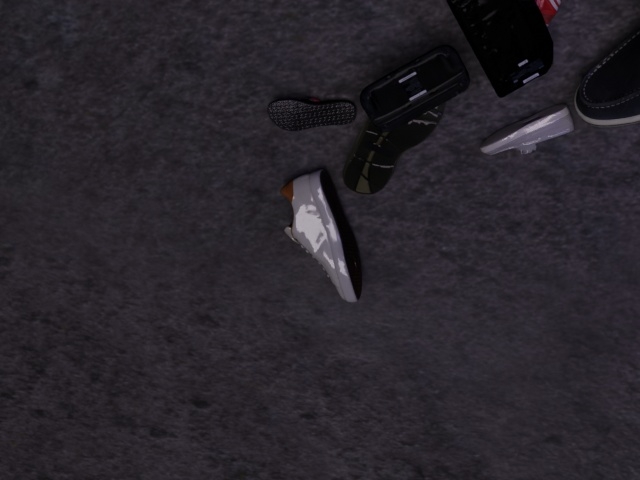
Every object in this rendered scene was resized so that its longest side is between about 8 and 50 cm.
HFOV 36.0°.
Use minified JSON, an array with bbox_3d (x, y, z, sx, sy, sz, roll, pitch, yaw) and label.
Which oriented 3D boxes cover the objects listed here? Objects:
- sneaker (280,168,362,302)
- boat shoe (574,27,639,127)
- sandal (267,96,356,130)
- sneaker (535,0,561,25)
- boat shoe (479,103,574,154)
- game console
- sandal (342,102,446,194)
[{"bbox_3d":[0.000,0.000,2.067,0.123,0.106,0.290,-15,101,21],"label":"sneaker"},{"bbox_3d":[0.630,-0.357,1.675,0.156,0.187,0.500,25,143,-33],"label":"boat shoe"},{"bbox_3d":[-0.018,-0.258,1.978,0.179,0.040,0.067,-1,122,-5],"label":"sandal"},{"bbox_3d":[0.342,-0.477,1.789,0.221,0.087,0.128,24,109,-15],"label":"sneaker"},{"bbox_3d":[0.403,-0.201,1.916,0.184,0.066,0.063,-26,108,10],"label":"boat shoe"},{"bbox_3d":[0.236,-0.327,1.793,0.361,0.044,0.213,-28,116,12],"label":"game console"},{"bbox_3d":[0.135,-0.215,1.947,0.120,0.086,0.303,30,132,-11],"label":"sandal"}]
